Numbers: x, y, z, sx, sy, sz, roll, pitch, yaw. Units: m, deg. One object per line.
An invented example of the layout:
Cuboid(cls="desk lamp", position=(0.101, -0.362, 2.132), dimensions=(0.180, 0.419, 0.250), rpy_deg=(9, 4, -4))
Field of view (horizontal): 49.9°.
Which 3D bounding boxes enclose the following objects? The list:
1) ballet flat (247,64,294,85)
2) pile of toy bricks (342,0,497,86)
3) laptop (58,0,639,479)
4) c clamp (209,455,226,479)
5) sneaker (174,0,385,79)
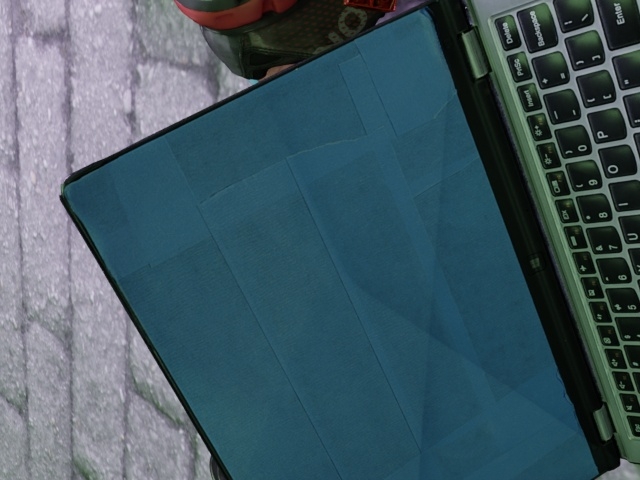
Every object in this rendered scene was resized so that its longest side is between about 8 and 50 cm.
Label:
Cuboid(cls="ballet flat", position=(0.047, -0.101, 0.594), dimensions=(0.124, 0.116, 0.342), rpy_deg=(-42, 71, 19))
Cuboid(cls="pile of toy bricks", position=(0.097, -0.125, 0.497), dimensions=(0.105, 0.212, 0.118), rpy_deg=(-103, 21, -73))
Cuboid(cls="laptop", position=(0.141, 0.056, 0.373), dimensions=(0.407, 0.236, 0.382), rpy_deg=(-7, 116, 43))
Cuboid(cls="c clamp", position=(-0.094, 0.314, 0.879), dimensions=(0.137, 0.022, 0.161), rpy_deg=(50, 131, 28))
Cuboid(cls="sneaker", position=(0.022, -0.211, 0.519), dimensions=(0.098, 0.276, 0.135), rpy_deg=(53, 169, 29))
